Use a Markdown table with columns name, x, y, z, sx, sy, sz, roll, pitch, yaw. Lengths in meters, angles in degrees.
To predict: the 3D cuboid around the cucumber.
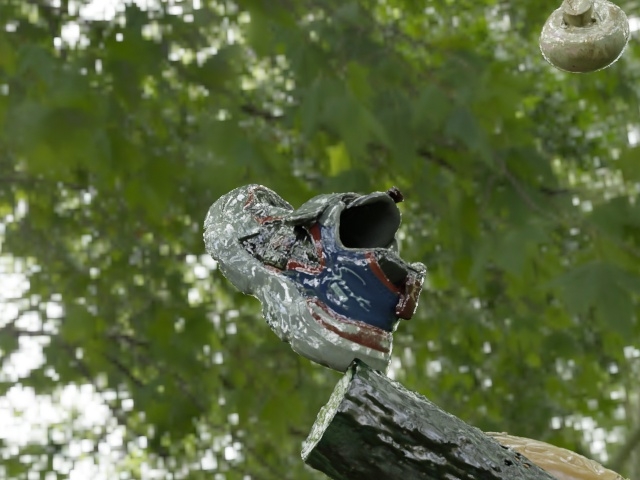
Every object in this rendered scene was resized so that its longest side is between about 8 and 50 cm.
| name | x | y | z | sx | sy | sz | roll | pitch | yaw |
| --- | --- | --- | --- | --- | --- | --- | --- | --- | --- |
| cucumber | 0.095 | 0.160 | 0.860 | 0.211 | 0.078 | 0.062 | 31 | -9 | -7 |

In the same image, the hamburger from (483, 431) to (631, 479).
| name | x | y | z | sx | sy | sz | roll | pitch | yaw |
| --- | --- | --- | --- | --- | --- | --- | --- | --- | --- |
| hamburger | 0.157 | 0.307 | 1.104 | 0.259 | 0.283 | 0.144 | 10 | 2 | 11 |

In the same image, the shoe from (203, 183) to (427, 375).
| name | x | y | z | sx | sy | sz | roll | pitch | yaw |
| --- | --- | --- | --- | --- | --- | --- | --- | --- | --- |
| shoe | 0.001 | 0.000 | 0.980 | 0.099 | 0.227 | 0.125 | 17 | -68 | -42 |

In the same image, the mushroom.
| name | x | y | z | sx | sy | sz | roll | pitch | yaw |
| --- | --- | --- | --- | --- | --- | --- | --- | --- | --- |
| mushroom | 0.242 | -0.191 | 1.226 | 0.083 | 0.083 | 0.067 | -10 | -47 | 11 |
